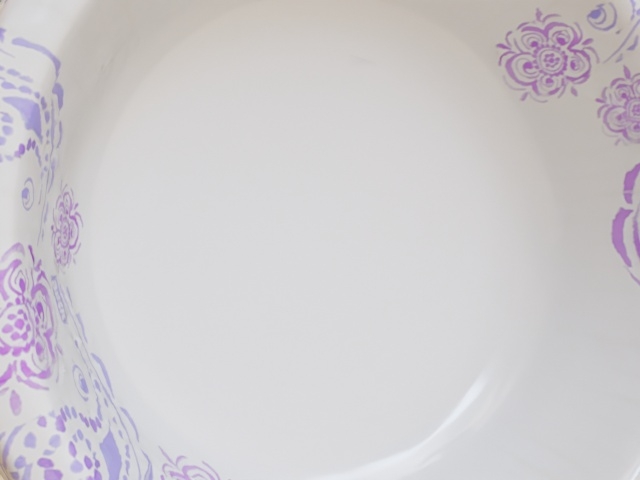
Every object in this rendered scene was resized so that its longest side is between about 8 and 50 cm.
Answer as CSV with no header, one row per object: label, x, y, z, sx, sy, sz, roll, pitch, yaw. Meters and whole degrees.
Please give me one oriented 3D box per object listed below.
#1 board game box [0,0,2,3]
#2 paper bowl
board game box,-0.053,-0.097,0.701,0.078,0.347,0.233,-49,-168,25
paper bowl,0.000,0.000,0.445,0.284,0.284,0.148,-56,-164,-13
